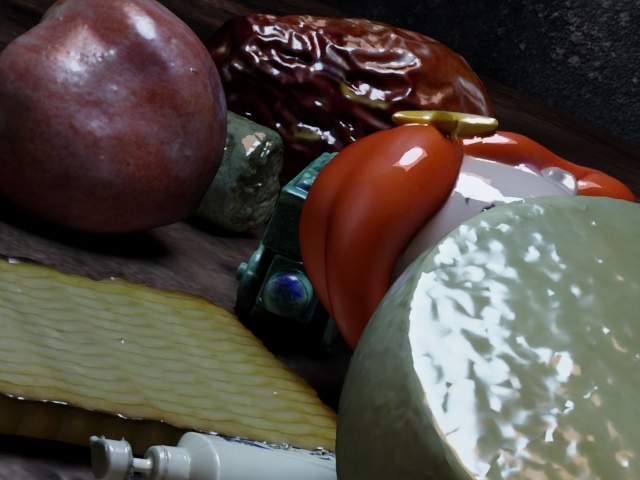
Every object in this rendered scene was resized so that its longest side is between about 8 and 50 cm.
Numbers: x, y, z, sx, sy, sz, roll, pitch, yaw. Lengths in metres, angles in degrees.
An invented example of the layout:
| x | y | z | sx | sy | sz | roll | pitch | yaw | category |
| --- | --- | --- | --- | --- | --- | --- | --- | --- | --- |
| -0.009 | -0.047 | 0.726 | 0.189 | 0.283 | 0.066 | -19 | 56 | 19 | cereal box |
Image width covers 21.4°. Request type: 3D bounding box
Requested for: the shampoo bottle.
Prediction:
| x | y | z | sx | sy | sz | roll | pitch | yaw | category |
| --- | --- | --- | --- | --- | --- | --- | --- | --- | --- |
| -0.025 | 0.097 | 0.674 | 0.141 | 0.034 | 0.049 | 13 | 20 | -30 | shampoo bottle |

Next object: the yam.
| x | y | z | sx | sy | sz | roll | pitch | yaw | category |
| --- | --- | --- | --- | --- | --- | --- | --- | --- | --- |
| -0.109 | -0.068 | 1.149 | 0.179 | 0.078 | 0.078 | 24 | 12 | 23 | yam |

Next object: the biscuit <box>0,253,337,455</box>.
| x | y | z | sx | sy | sz | roll | pitch | yaw | category |
| --- | --- | --- | --- | --- | --- | --- | --- | --- | --- |
| -0.118 | 0.047 | 0.739 | 0.254 | 0.029 | 0.172 | 14 | 14 | -31 | biscuit |

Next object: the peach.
| x | y | z | sx | sy | sz | roll | pitch | yaw | category |
| --- | --- | --- | --- | --- | --- | --- | --- | --- | --- |
| -0.127 | -0.064 | 1.000 | 0.152 | 0.152 | 0.152 | 21 | 12 | -5 | peach |

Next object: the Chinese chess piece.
| x | y | z | sx | sy | sz | roll | pitch | yaw | category |
| --- | --- | --- | --- | --- | --- | --- | --- | --- | --- |
| 0.121 | 0.084 | 0.637 | 0.237 | 0.092 | 0.238 | 11 | 42 | -10 | Chinese chess piece |

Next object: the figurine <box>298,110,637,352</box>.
| x | y | z | sx | sy | sz | roll | pitch | yaw | category |
| --- | --- | --- | --- | --- | --- | --- | --- | --- | --- |
| 0.123 | 0.044 | 0.849 | 0.257 | 0.181 | 0.208 | 31 | 33 | 19 | figurine |

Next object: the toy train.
| x | y | z | sx | sy | sz | roll | pitch | yaw | category |
| --- | --- | --- | --- | --- | --- | --- | --- | --- | --- |
| 0.000 | 0.000 | 0.978 | 0.070 | 0.099 | 0.172 | 23 | 11 | 2 | toy train |

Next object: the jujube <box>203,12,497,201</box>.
| x | y | z | sx | sy | sz | roll | pitch | yaw | category |
| --- | --- | --- | --- | --- | --- | --- | --- | --- | --- |
| 0.015 | -0.091 | 1.230 | 0.236 | 0.168 | 0.168 | 23 | 10 | -28 | jujube |
